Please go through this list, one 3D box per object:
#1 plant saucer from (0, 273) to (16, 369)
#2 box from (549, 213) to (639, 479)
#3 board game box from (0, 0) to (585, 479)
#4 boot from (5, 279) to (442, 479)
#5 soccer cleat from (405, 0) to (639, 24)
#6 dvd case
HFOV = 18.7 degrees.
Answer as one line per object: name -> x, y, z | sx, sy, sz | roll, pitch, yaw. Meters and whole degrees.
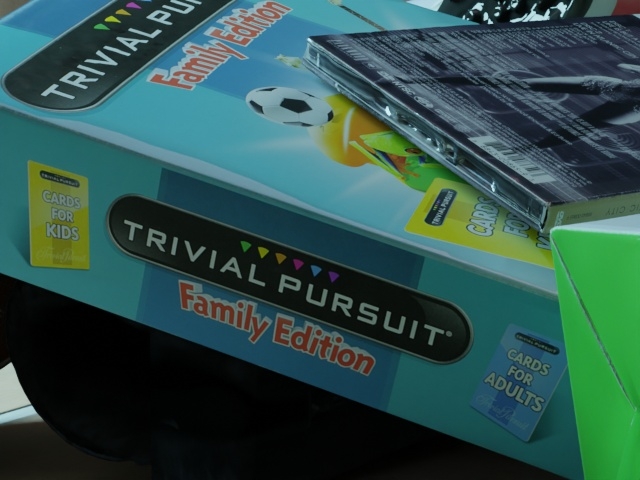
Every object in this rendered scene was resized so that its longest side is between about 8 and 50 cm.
plant saucer -> -0.214, 0.043, 1.017 | 0.310, 0.050, 0.310 | -32, -9, -6
box -> 0.224, 0.043, 0.572 | 0.231, 0.127, 0.262 | -10, 4, -11
board game box -> 0.023, -0.029, 0.856 | 0.336, 0.079, 0.254 | 19, 28, 12
boot -> 0.025, 0.030, 1.079 | 0.445, 0.146, 0.367 | -16, 7, -38
soccer cleat -> 0.089, -0.114, 1.247 | 0.116, 0.109, 0.318 | 9, -22, -41
dvd case -> 0.126, -0.057, 0.845 | 0.221, 0.018, 0.164 | -9, 32, -36
